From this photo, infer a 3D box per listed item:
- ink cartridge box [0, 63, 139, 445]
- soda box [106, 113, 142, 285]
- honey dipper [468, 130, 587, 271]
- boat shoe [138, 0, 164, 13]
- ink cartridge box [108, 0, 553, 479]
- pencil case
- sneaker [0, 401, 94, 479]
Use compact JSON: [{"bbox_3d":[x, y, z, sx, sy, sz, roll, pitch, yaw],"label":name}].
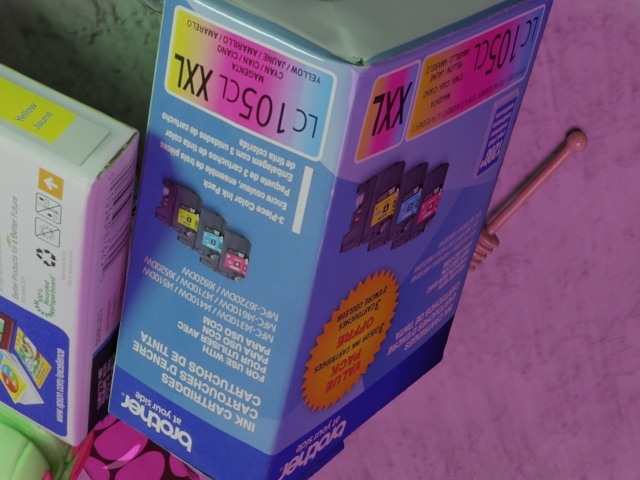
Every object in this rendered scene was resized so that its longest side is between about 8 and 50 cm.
[{"bbox_3d":[-0.278,-0.021,0.892,0.307,0.072,0.304,29,141,11],"label":"ink cartridge box"},{"bbox_3d":[-0.161,-0.013,1.051,0.063,0.058,0.183,-20,132,7],"label":"soda box"},{"bbox_3d":[0.177,-0.035,1.114,0.030,0.030,0.161,28,118,-30],"label":"honey dipper"},{"bbox_3d":[-0.030,-0.264,0.824,0.118,0.103,0.320,31,119,-31],"label":"boat shoe"},{"bbox_3d":[0.000,0.000,0.910,0.151,0.270,0.396,29,124,23],"label":"ink cartridge box"},{"bbox_3d":[-0.183,0.195,1.211,0.098,0.095,0.209,-27,134,-7],"label":"pencil case"},{"bbox_3d":[-0.349,0.244,1.166,0.202,0.185,0.483,30,135,-2],"label":"sneaker"}]
